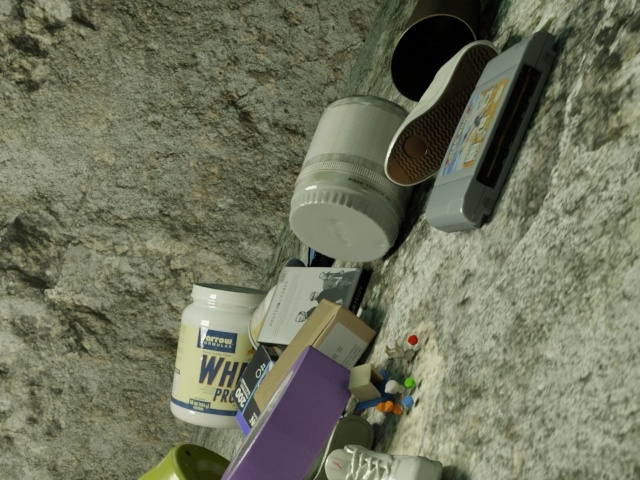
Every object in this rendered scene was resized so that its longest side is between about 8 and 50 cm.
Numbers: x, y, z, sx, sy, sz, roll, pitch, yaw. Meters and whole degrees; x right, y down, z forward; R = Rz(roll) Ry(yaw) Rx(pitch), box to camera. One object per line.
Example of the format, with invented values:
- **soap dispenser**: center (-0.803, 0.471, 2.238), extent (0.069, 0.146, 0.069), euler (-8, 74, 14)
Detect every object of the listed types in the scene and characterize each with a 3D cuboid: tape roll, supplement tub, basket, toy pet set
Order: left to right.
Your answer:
- **supplement tub**: center (-0.234, 0.277, 2.302), extent (0.235, 0.235, 0.325), euler (-164, 82, -81)
- **tape roll**: center (-0.055, 0.297, 1.431), extent (0.275, 0.090, 0.275), euler (-58, 0, 1)
- **supplement tub**: center (-0.072, 0.176, 2.127), extent (0.200, 0.144, 0.144), euler (-52, 16, 56)
- **toy pet set**: center (0.101, 0.212, 1.346), extent (0.114, 0.065, 0.122), euler (-18, 39, 28)
- **basket**: center (0.240, -0.412, 1.855), extent (0.204, 0.154, 0.227), euler (-56, 9, 44)

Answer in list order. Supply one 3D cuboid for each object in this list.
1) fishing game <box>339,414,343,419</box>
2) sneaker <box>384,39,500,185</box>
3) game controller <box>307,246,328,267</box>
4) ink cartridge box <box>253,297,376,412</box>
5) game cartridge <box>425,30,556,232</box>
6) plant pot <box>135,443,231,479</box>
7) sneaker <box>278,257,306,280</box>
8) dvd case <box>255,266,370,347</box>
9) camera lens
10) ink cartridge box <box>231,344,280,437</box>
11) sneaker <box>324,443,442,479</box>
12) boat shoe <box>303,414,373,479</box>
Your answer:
- **fishing game**: center (-0.028, 0.363, 1.602), extent (0.189, 0.041, 0.264), euler (-53, 6, -12)
- **sneaker**: center (0.219, -0.222, 1.651), extent (0.290, 0.106, 0.123), euler (-53, 6, 20)
- **game controller**: center (0.000, 0.000, 2.442), extent (0.319, 0.067, 0.166), euler (-87, 23, -70)
- **ink cartridge box**: center (-0.015, 0.225, 1.696), extent (0.235, 0.088, 0.193), euler (-53, 8, -4)
- **game cartridge**: center (0.248, -0.156, 1.410), extent (0.297, 0.062, 0.198), euler (-67, 13, -7)
- **plant pot**: center (-0.277, 0.579, 1.731), extent (0.353, 0.366, 0.366), euler (-53, 10, 7)
- **sneaker**: center (-0.067, 0.124, 2.388), extent (0.163, 0.086, 0.226), euler (108, 172, -63)
- **dvd case**: center (-0.019, 0.137, 1.923), extent (0.238, 0.029, 0.179), euler (-1, 61, 47)
- **camera lens**: center (0.073, -0.124, 1.813), extent (0.219, 0.219, 0.274), euler (129, 164, -59)
- **ink cartridge box**: center (-0.125, 0.360, 2.029), extent (0.208, 0.045, 0.206), euler (-64, 34, 17)
- **sneaker**: center (0.063, 0.285, 1.102), extent (0.232, 0.115, 0.090), euler (136, 156, -68)
- **boat shoe**: center (0.007, 0.362, 1.374), extent (0.228, 0.081, 0.068), euler (-60, 4, -13)
